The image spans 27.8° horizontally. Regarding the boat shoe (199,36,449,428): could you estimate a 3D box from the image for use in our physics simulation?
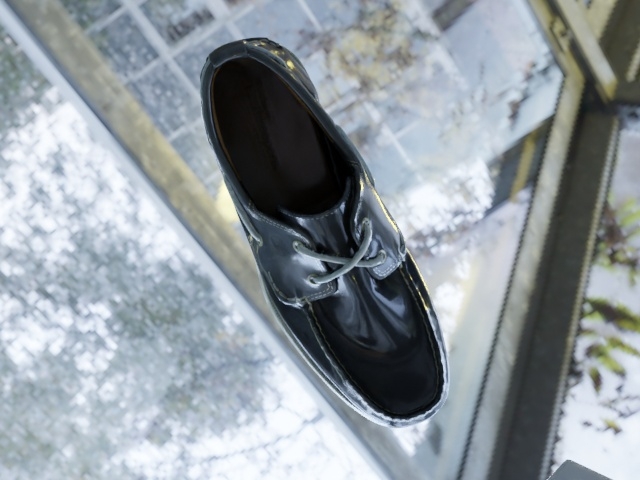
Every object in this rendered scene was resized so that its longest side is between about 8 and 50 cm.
[{"bbox_3d":[0.000,0.000,0.692,0.084,0.233,0.079,-26,-177,-1],"label":"boat shoe"}]

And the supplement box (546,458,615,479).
[{"bbox_3d":[0.169,0.203,0.547,0.220,0.113,0.111,24,-144,29],"label":"supplement box"}]
